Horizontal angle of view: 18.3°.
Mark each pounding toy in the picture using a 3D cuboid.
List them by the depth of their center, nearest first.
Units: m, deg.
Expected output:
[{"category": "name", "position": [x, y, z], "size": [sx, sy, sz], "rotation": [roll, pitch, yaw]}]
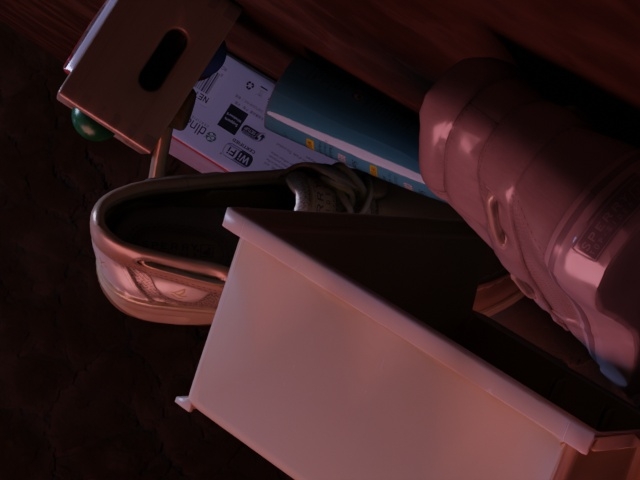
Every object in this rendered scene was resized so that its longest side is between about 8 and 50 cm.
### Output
[{"category": "pounding toy", "position": [-0.112, -0.101, 1.315], "size": [0.100, 0.141, 0.130], "rotation": [33, 178, -8]}]

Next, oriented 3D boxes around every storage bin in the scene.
[{"category": "storage bin", "position": [0.104, 0.092, 1.116], "size": [0.262, 0.123, 0.260], "rotation": [31, -161, 37]}]

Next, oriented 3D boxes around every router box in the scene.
[{"category": "router box", "position": [-0.018, -0.059, 1.682], "size": [0.335, 0.082, 0.301], "rotation": [32, 177, 17]}]

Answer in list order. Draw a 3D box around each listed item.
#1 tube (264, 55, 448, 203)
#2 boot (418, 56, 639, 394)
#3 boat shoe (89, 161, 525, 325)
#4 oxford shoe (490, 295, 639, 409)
[{"category": "tube", "position": [0.065, -0.051, 1.259], "size": [0.207, 0.052, 0.080], "rotation": [27, -172, 12]}, {"category": "boot", "position": [0.123, -0.012, 0.935], "size": [0.123, 0.095, 0.258], "rotation": [43, 177, 23]}, {"category": "boat shoe", "position": [0.000, 0.000, 1.304], "size": [0.302, 0.109, 0.098], "rotation": [1, 156, 0]}, {"category": "oxford shoe", "position": [0.236, 0.121, 1.429], "size": [0.348, 0.130, 0.123], "rotation": [33, 178, -16]}]
